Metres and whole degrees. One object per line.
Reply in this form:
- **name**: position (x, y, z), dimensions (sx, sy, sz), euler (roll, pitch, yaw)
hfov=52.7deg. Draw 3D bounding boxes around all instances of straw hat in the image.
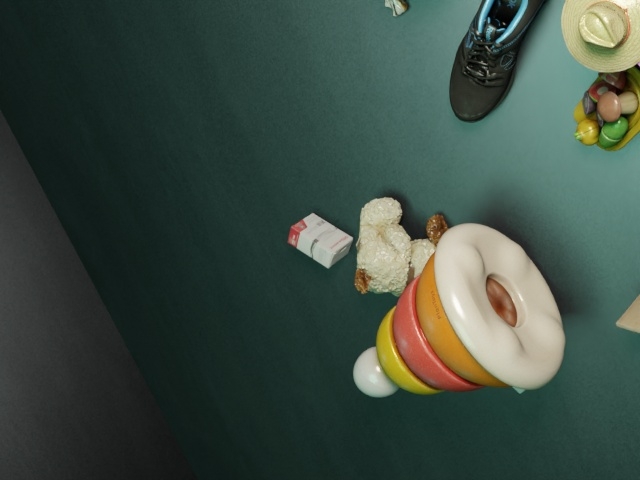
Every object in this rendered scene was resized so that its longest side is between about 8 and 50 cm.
- **straw hat**: position (0.401, -0.303, 0.918), dimensions (0.144, 0.061, 0.144), euler (19, 125, 30)

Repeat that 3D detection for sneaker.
- **sneaker**: position (0.306, -0.363, 1.184), dimensions (0.125, 0.139, 0.341), euler (32, 131, 19)
- **sneaker**: position (0.140, -0.495, 1.317), dimensions (0.037, 0.032, 0.083), euler (-33, 91, 44)

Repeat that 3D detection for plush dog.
- **plush dog**: position (0.199, 0.053, 1.490), dimensions (0.225, 0.210, 0.262), euler (3, 121, 8)

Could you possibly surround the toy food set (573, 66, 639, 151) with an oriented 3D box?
- **toy food set**: position (0.487, -0.231, 1.102), dimensions (0.218, 0.071, 0.128), euler (103, 149, -66)

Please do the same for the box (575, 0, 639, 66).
- **box**: position (0.493, -0.352, 0.999), dimensions (0.293, 0.201, 0.057), euler (48, 134, 6)

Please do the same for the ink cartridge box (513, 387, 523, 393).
- **ink cartridge box**: position (0.441, 0.258, 1.475), dimensions (0.150, 0.063, 0.109), euler (42, 133, 13)

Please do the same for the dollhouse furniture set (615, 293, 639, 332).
- **dollhouse furniture set**: position (0.655, 0.207, 1.222), dimensions (0.144, 0.123, 0.151), euler (16, 126, 43)

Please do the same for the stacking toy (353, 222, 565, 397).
- **stacking toy**: position (0.236, 0.211, 1.396), dimensions (0.480, 0.350, 0.350), euler (-37, 88, 41)

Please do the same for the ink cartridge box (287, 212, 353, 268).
- **ink cartridge box**: position (0.000, 0.000, 1.657), dimensions (0.135, 0.099, 0.056), euler (33, 130, 21)
